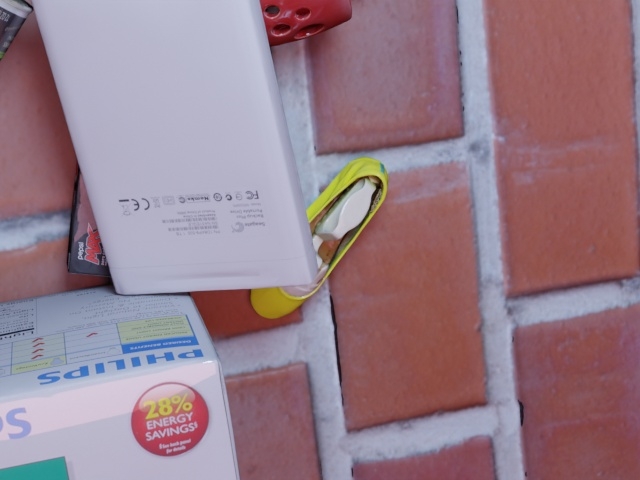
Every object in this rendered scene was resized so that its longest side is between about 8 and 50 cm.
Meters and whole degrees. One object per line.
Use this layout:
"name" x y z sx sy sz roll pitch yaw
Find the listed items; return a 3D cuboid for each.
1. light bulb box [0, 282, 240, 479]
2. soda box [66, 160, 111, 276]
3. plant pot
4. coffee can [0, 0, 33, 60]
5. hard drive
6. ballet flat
"light bulb box" -0.282 0.204 1.459 0.358 0.361 0.225 -10 105 -9
"soda box" -0.248 -0.047 1.569 0.060 0.053 0.169 5 102 -13
"plant pot" -0.078 -0.293 1.480 0.174 0.191 0.191 -22 106 -4
"coffee can" -0.449 -0.173 1.418 0.201 0.201 0.275 31 95 -17
"hard drive" -0.148 -0.112 1.450 0.233 0.047 0.353 -3 116 19
"ballet flat" 0.000 0.000 1.621 0.077 0.077 0.231 38 93 -18
